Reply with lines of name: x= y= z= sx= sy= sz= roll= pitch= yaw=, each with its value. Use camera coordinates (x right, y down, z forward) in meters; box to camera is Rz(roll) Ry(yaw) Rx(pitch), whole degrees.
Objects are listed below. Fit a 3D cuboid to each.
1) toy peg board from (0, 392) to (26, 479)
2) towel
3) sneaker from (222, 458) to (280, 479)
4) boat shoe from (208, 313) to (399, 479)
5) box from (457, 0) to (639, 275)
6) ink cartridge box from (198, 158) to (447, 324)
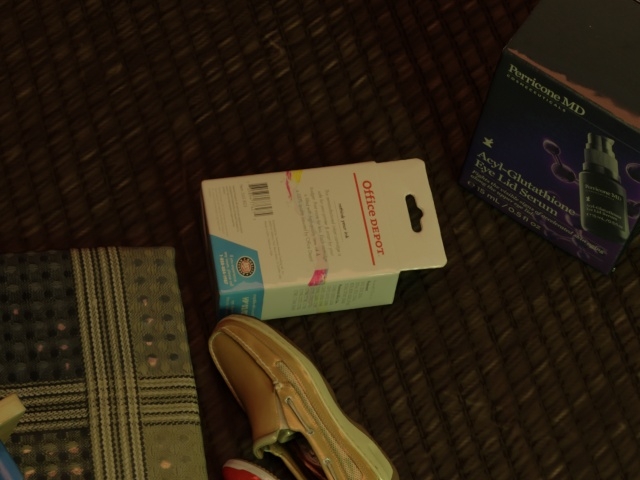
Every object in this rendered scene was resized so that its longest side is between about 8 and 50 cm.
toy peg board: x=-0.261 y=0.191 z=1.242 sx=0.161 sy=0.160 sz=0.079 roll=-32 pitch=84 yaw=-24
towel: x=-0.243 y=0.154 z=1.383 sx=0.312 sy=0.056 sz=0.324 roll=-3 pitch=60 yaw=-11
sneaker: x=-0.040 y=0.217 z=1.364 sx=0.118 sy=0.042 sz=0.067 roll=39 pitch=61 yaw=12
boat shoe: x=-0.026 y=0.135 z=1.387 sx=0.190 sy=0.068 sz=0.072 roll=44 pitch=48 yaw=17
box: x=0.212 y=-0.093 z=1.463 sx=0.153 sy=0.207 sz=0.108 roll=32 pitch=63 yaw=12
ink cartridge box: x=0.000 y=0.000 z=1.475 sx=0.181 sy=0.061 sz=0.104 roll=-6 pitch=63 yaw=-8
